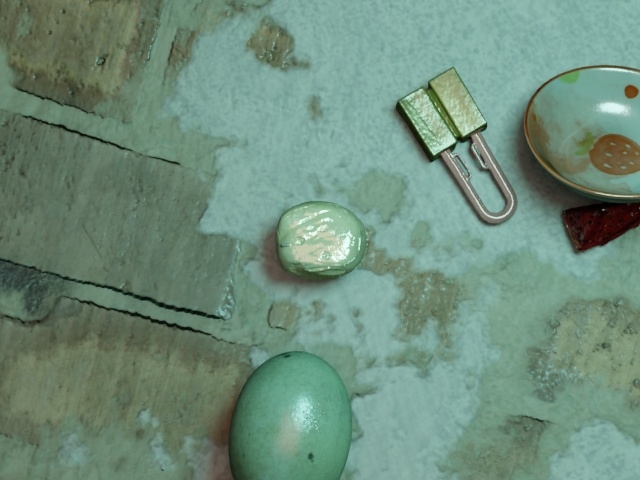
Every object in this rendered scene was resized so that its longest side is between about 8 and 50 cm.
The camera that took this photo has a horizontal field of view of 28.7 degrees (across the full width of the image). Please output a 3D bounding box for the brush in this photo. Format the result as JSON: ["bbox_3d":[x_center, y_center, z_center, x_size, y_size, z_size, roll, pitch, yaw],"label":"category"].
[{"bbox_3d":[0.213,-0.130,1.832,0.103,0.047,0.233,-30,82,-2],"label":"brush"}]

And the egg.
[{"bbox_3d":[-0.042,0.271,1.727,0.169,0.169,0.237,13,82,4],"label":"egg"}]

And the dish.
[{"bbox_3d":[0.414,-0.132,1.777,0.260,0.085,0.260,0,51,1],"label":"dish"}]

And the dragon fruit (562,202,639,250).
[{"bbox_3d":[0.428,-0.026,1.802,0.131,0.097,0.063,-11,94,-21],"label":"dragon fruit"}]

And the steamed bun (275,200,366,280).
[{"bbox_3d":[0.000,0.000,1.802,0.129,0.091,0.113,-2,79,-2],"label":"steamed bun"}]
